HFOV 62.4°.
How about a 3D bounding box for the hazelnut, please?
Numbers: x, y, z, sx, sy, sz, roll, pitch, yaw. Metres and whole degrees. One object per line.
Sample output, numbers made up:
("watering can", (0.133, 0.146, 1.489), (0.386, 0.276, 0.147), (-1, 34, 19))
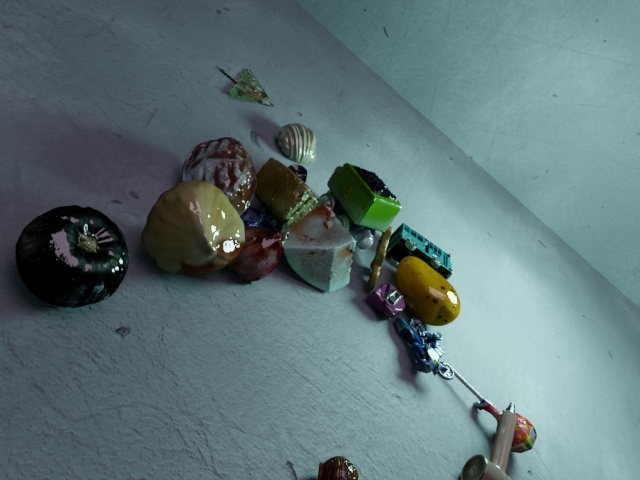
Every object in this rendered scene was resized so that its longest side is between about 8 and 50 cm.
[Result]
("hazelnut", (-0.315, -0.026, 1.339), (0.261, 0.261, 0.241), (24, 16, -25))

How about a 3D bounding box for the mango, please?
("mango", (0.370, 0.179, 1.894), (0.191, 0.160, 0.290), (-12, 58, -39))

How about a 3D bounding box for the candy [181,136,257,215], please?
("candy", (-0.301, -0.188, 1.568), (0.214, 0.157, 0.290), (-14, 50, 1))

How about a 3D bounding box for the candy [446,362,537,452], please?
("candy", (0.549, 0.542, 1.738), (0.365, 0.124, 0.124), (43, 35, 12))

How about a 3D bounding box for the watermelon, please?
("watermelon", (0.000, 0.000, 1.644), (0.289, 0.213, 0.320), (4, 78, -49))

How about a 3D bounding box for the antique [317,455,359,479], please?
("antique", (0.041, 0.554, 1.227), (0.104, 0.104, 0.104), (26, 38, -23))

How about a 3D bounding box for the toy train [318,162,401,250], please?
("toy train", (0.122, -0.124, 1.865), (0.173, 0.249, 0.307), (13, 31, -37))

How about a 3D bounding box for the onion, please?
("onion", (-0.173, 0.025, 1.490), (0.159, 0.194, 0.159), (48, 25, -31))

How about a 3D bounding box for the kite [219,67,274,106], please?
("kite", (-0.306, -0.638, 2.208), (0.267, 0.013, 0.323), (33, 34, -16))

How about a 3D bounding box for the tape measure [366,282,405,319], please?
("tape measure", (0.225, 0.206, 1.789), (0.118, 0.074, 0.125), (47, 37, 4))

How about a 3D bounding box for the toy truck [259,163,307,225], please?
("toy truck", (-0.138, -0.157, 1.774), (0.165, 0.147, 0.224), (10, 43, -6))

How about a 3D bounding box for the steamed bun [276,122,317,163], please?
("steamed bun", (-0.085, -0.392, 2.087), (0.182, 0.106, 0.183), (27, 36, -22))

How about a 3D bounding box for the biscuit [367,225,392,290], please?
("biscuit", (0.200, 0.063, 1.852), (0.035, 0.158, 0.240), (18, 63, 4))

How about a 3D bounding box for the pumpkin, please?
("pumpkin", (-0.537, 0.034, 1.151), (0.233, 0.163, 0.233), (30, 43, -33))

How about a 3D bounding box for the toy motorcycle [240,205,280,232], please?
("toy motorcycle", (-0.211, -0.050, 1.640), (0.205, 0.076, 0.114), (21, 49, -31))

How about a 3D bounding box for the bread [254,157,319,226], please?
("bread", (-0.118, -0.148, 1.621), (0.196, 0.138, 0.102), (44, 2, 28))

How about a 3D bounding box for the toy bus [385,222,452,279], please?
("toy bus", (0.381, 0.060, 2.050), (0.256, 0.128, 0.147), (34, 35, -9))

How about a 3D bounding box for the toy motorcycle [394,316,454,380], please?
("toy motorcycle", (0.334, 0.354, 1.733), (0.135, 0.092, 0.254), (1, 43, -32))

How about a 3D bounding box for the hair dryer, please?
("hair dryer", (0.555, 0.634, 1.580), (0.189, 0.107, 0.344), (40, 50, -5))
